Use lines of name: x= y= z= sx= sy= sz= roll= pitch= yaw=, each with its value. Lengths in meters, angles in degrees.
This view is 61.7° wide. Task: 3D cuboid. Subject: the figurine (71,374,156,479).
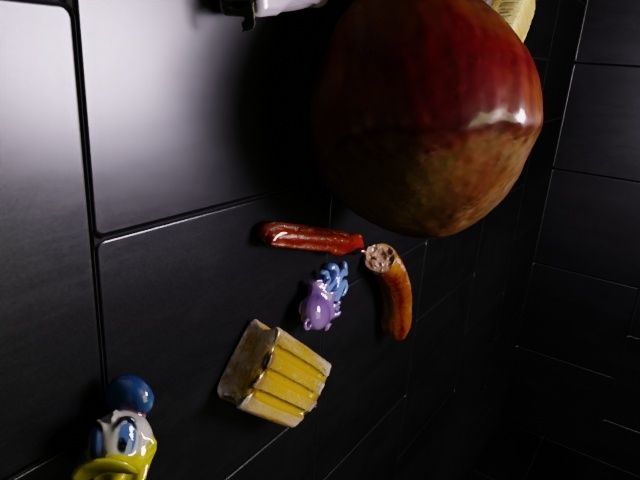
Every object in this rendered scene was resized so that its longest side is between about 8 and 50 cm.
figurine: x=-0.263 y=0.331 z=0.647 sx=0.284 sy=0.205 sz=0.337 roll=3 pitch=89 yaw=-51

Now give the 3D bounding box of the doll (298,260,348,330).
doll: x=0.011 y=0.105 z=1.027 sx=0.206 sy=0.067 sz=0.109 roll=-50 pitch=128 yaw=-51

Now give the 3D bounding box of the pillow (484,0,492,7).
pillow: x=0.285 y=-0.384 z=1.200 sx=0.326 sy=0.101 sz=0.228 roll=-50 pitch=142 yaw=-31

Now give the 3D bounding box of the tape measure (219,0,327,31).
tape measure: x=-0.046 y=-0.377 z=0.674 sx=0.196 sy=0.105 sz=0.178 roll=-40 pitch=135 yaw=-41

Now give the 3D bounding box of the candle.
candle: x=0.000 y=0.000 z=0.968 sx=0.329 sy=0.051 sz=0.048 roll=6 pitch=95 yaw=-58

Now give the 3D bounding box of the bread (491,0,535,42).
bread: x=0.489 y=-0.580 z=1.421 sx=0.236 sy=0.106 sz=0.140 roll=-65 pitch=146 yaw=-16

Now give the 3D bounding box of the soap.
soap: x=-0.072 y=0.243 z=0.944 sx=0.140 sy=0.073 sz=0.232 roll=-63 pitch=147 yaw=-15

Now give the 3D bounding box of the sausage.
sausage: x=0.168 y=0.120 z=1.265 sx=0.103 sy=0.076 sz=0.302 roll=-46 pitch=138 yaw=-26

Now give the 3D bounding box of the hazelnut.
hazelnut: x=0.154 y=-0.208 z=0.861 sx=0.420 sy=0.353 sz=0.420 roll=55 pitch=24 yaw=-38
